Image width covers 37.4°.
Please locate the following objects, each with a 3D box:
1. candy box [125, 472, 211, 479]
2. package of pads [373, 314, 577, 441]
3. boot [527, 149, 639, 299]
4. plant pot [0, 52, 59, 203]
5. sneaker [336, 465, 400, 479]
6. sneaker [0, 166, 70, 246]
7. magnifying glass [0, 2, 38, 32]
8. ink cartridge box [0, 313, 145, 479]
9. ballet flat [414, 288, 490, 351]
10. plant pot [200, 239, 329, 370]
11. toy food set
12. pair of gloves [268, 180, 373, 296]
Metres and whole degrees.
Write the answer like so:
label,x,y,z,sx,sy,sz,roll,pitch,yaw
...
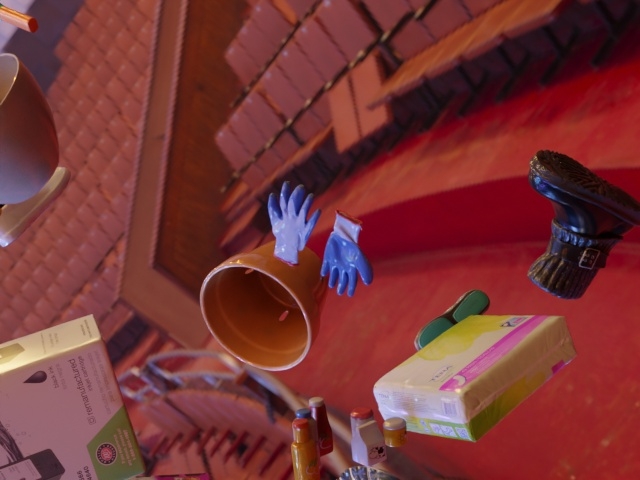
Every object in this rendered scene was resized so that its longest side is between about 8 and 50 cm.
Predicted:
label,x,y,z,sx,sy,sz,roll,pitch,yaw
candy box,-0.276,0.458,1.536,0.159,0.233,0.071,49,128,56
package of pads,0.264,0.228,1.646,0.296,0.101,0.229,-29,14,-35
boot,0.503,-0.020,1.974,0.260,0.348,0.131,-52,34,23
plant pot,-0.597,-0.177,1.746,0.284,0.191,0.284,-23,42,23
sneaker,0.086,0.497,1.806,0.283,0.122,0.110,-45,55,48
sneaker,-0.726,-0.118,2.329,0.106,0.123,0.290,-27,22,37
magnifying glass,-0.620,-0.438,1.801,0.026,0.231,0.092,-45,-36,-34
ink cartridge box,-0.386,0.239,1.202,0.272,0.198,0.115,-19,19,-15
ballet flat,0.263,0.177,1.909,0.213,0.072,0.068,-36,-14,-31
plant pot,-0.108,0.128,2.220,0.291,0.291,0.203,-45,3,41
toy food set,0.034,0.304,1.527,0.232,0.105,0.111,-14,14,-34
pair of gloves,0.000,0.000,1.458,0.023,0.198,0.159,-42,-30,-42
